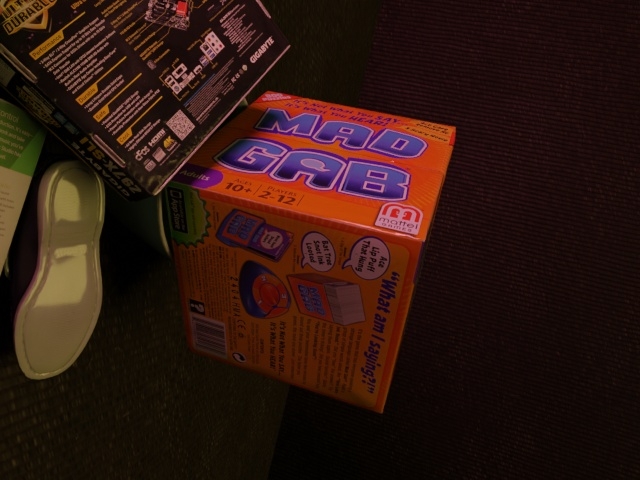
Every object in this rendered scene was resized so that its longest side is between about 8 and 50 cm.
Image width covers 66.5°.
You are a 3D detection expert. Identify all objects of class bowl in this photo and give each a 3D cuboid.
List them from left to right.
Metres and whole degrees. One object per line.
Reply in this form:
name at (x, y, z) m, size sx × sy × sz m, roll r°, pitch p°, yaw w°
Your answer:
bowl at (-0.248, -0.120, 0.826) m, size 0.311 × 0.163 × 0.312 m, roll 14°, pitch 90°, yaw -76°

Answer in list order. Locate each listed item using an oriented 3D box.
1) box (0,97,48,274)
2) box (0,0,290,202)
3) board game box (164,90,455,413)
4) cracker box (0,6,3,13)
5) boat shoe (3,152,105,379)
box at (-0.416, -0.013, 0.478) m, size 0.232 × 0.058 × 0.322 m, roll 37°, pitch 70°, yaw -76°
box at (-0.212, -0.248, 0.603) m, size 0.257 × 0.079 × 0.322 m, roll 47°, pitch 59°, yaw -27°
board game box at (0.000, 0.000, 0.844) m, size 0.356 × 0.356 × 0.357 m, roll -60°, pitch 160°, yaw -50°
cracker box at (-0.328, -0.190, 0.263) m, size 0.156 × 0.232 × 0.067 m, roll 80°, pitch 29°, yaw -60°
boat shoe at (-0.363, 0.034, 0.662) m, size 0.114 × 0.091 × 0.303 m, roll 7°, pitch 100°, yaw -57°
